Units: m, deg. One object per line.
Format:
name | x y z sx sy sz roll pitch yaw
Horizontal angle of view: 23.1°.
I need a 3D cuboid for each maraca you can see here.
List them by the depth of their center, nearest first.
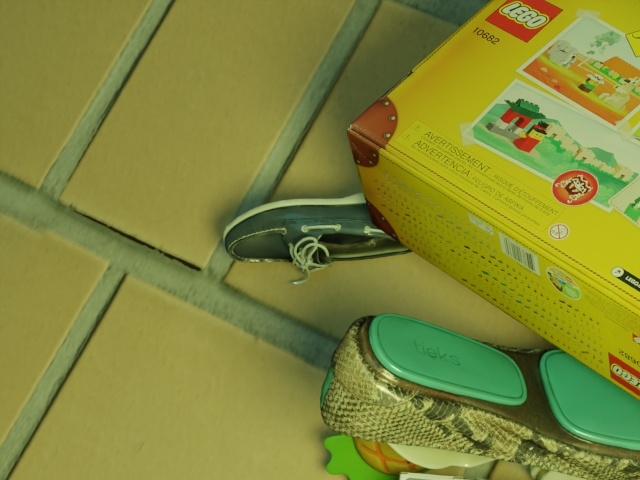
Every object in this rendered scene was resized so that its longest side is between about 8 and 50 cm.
maraca | 0.087 0.234 1.881 0.127 0.099 0.186 45 106 -2

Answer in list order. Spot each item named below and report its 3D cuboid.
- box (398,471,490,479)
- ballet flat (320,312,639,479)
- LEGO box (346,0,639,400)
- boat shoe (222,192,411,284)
box | 0.160 0.419 1.783 0.169 0.087 0.290 4 72 6
ballet flat | 0.222 0.202 1.784 0.483 0.182 0.164 12 42 -19
LEGO box | 0.340 -0.075 1.781 0.372 0.193 0.500 -42 55 -19
boat shoe | 0.000 0.000 1.996 0.255 0.095 0.079 -6 58 4
